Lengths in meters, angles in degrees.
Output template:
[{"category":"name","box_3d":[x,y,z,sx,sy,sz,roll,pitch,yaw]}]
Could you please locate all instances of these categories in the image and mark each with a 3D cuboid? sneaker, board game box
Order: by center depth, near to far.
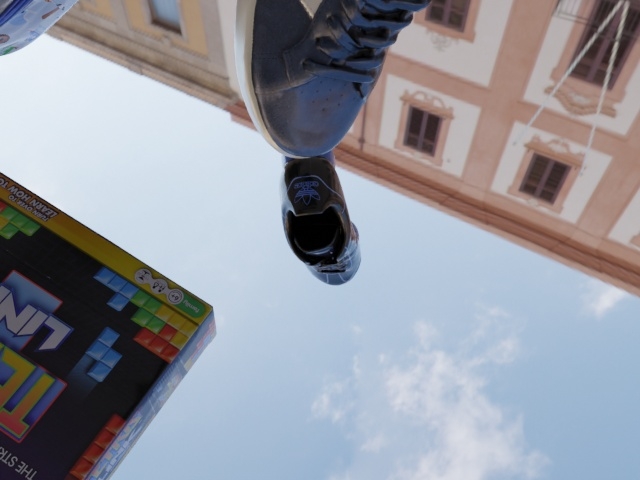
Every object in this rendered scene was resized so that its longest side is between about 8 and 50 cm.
[{"category":"board game box","box_3d":[-0.164,0.052,0.324,0.170,0.048,0.141,30,-117,8]},{"category":"sneaker","box_3d":[0.048,-0.193,0.408,0.131,0.350,0.148,-9,-140,-38]},{"category":"sneaker","box_3d":[0.000,0.000,0.686,0.081,0.232,0.090,-8,-127,9]}]

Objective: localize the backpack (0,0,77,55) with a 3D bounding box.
[{"category":"backpack","box_3d":[-0.372,-0.337,0.671,0.276,0.213,0.263,42,-79,0]}]
